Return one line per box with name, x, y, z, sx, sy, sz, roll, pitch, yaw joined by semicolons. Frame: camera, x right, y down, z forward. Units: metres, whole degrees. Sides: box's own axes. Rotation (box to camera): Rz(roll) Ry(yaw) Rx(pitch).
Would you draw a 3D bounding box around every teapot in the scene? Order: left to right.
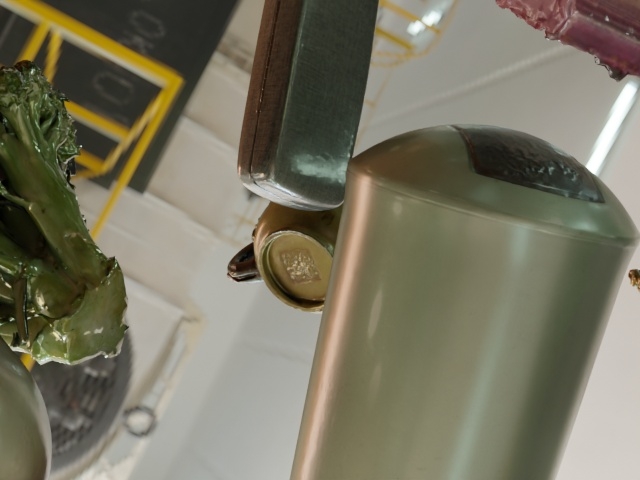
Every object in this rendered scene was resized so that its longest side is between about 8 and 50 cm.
teapot;0.000;0.000;1.702;0.269;0.173;0.182;-13;-159;35

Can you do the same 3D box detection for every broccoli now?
broccoli;-0.303;0.009;1.152;0.304;0.283;0.321;-42;149;-35

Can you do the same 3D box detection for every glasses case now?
glasses case;-0.009;-0.199;1.471;0.074;0.131;0.323;-3;-106;48

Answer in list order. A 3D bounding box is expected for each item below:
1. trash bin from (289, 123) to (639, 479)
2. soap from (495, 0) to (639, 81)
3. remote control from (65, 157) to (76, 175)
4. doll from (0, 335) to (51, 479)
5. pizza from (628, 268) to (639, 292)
trash bin;0.125;0.104;1.236;0.280;0.280;0.432;-129;-128;-77
soap;0.151;-0.179;0.710;0.127;0.324;0.220;-58;-145;19
remote control;-0.356;-0.130;1.792;0.016;0.034;0.091;138;-52;-59
doll;-0.318;0.216;0.888;0.370;0.226;0.215;-51;-175;-1
pizza;0.606;0.114;2.215;0.069;0.147;0.226;-53;-162;6
